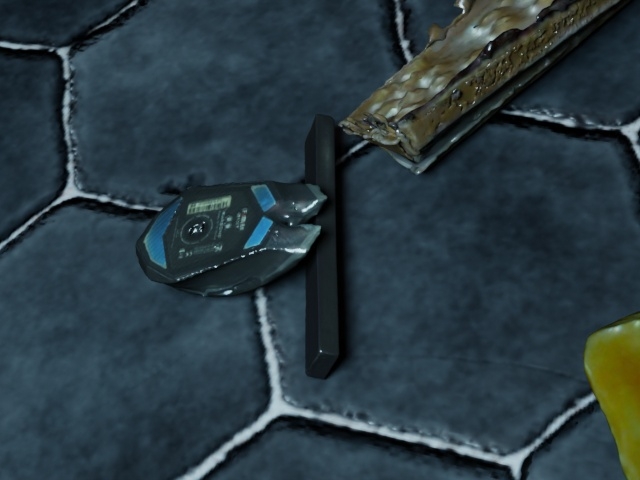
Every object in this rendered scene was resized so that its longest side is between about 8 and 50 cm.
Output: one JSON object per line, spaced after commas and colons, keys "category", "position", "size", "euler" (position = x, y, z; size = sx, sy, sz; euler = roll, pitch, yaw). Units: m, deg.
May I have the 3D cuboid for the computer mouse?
{"category": "computer mouse", "position": [-0.054, 0.001, 0.967], "size": [0.135, 0.047, 0.079], "euler": [-12, 49, 22]}

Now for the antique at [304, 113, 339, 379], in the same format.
{"category": "antique", "position": [0.000, 0.000, 0.962], "size": [0.015, 0.031, 0.192], "euler": [10, 52, -13]}

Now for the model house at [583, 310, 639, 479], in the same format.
{"category": "model house", "position": [0.276, 0.084, 0.747], "size": [0.268, 0.173, 0.239], "euler": [-15, 28, -34]}

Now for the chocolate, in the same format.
{"category": "chocolate", "position": [0.156, -0.158, 1.016], "size": [0.329, 0.065, 0.102], "euler": [-39, 32, -13]}
